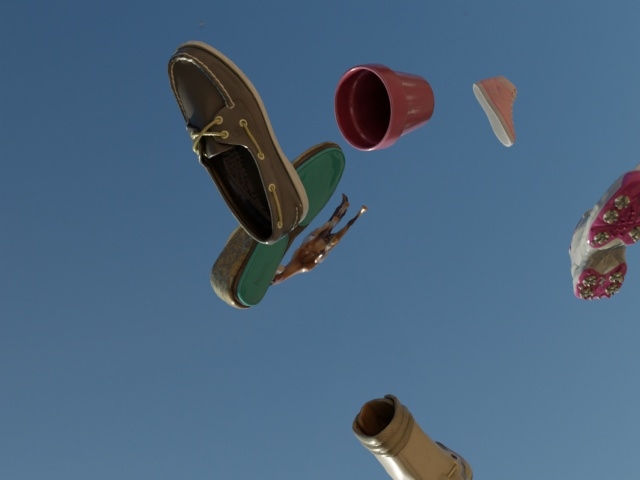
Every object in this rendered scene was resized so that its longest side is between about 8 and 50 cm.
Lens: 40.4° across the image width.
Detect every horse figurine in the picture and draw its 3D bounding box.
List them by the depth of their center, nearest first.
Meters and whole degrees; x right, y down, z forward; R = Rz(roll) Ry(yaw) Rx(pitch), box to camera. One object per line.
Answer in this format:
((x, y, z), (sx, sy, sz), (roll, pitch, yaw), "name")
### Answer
((0.000, 0.000, 1.724), (0.066, 0.174, 0.263), (44, -148, -3), "horse figurine")

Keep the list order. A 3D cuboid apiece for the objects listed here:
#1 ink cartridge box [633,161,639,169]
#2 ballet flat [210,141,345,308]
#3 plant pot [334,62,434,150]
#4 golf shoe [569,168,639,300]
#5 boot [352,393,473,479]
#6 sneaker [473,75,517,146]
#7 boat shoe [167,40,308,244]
((0.835, -0.157, 2.005), (0.232, 0.189, 0.066), (27, -148, -10), "ink cartridge box")
((-0.086, -0.041, 1.561), (0.123, 0.123, 0.349), (43, -107, -41), "ballet flat")
((0.162, -0.321, 2.053), (0.180, 0.201, 0.202), (-15, -77, -38), "plant pot")
((0.526, -0.028, 1.615), (0.140, 0.115, 0.306), (-96, 11, -45), "golf shoe")
((0.136, 0.317, 1.326), (0.095, 0.262, 0.203), (-41, -85, 5), "boot")
((0.337, -0.241, 1.583), (0.070, 0.051, 0.134), (-23, -103, -8), "sneaker")
((-0.124, -0.135, 1.220), (0.305, 0.109, 0.091), (59, -146, -14), "boat shoe")
